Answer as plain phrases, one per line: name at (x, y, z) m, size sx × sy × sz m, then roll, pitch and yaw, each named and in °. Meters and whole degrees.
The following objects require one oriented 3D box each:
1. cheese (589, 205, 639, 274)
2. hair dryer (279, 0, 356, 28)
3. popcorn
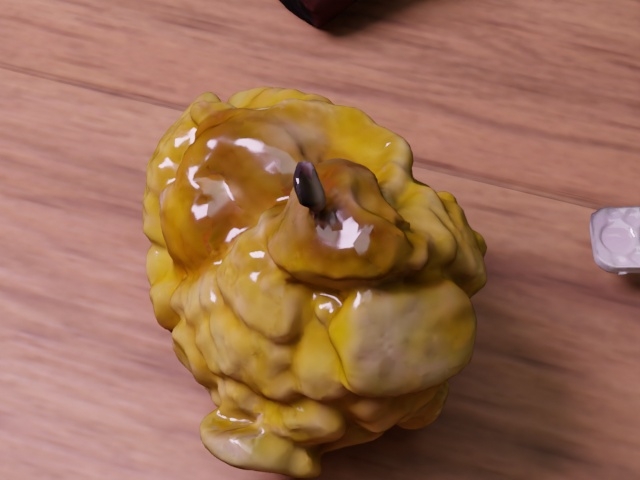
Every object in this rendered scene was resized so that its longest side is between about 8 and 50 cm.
cheese at (0.264, -0.002, 0.662) m, size 0.252 × 0.054 × 0.127 m, roll 0°, pitch 57°, yaw 0°
hair dryer at (0.177, -0.162, 0.742) m, size 0.312 × 0.123 × 0.340 m, roll -45°, pitch 86°, yaw -1°
popcorn at (-0.001, 0.018, 0.598) m, size 0.140 × 0.163 × 0.194 m, roll -11°, pitch 23°, yaw -30°
